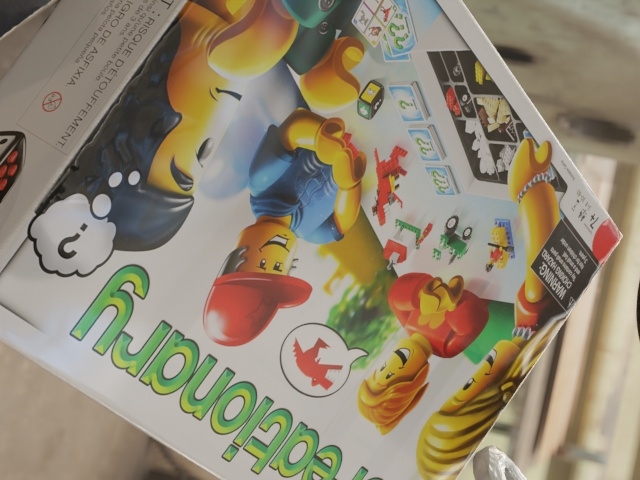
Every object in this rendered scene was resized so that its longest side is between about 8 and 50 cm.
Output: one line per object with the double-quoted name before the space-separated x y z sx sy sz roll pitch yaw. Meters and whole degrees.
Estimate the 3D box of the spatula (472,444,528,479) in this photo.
"spatula" 0.104 0.162 0.365 0.242 0.019 0.168 50 25 -41

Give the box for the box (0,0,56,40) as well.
"box" -0.210 -0.108 0.555 0.153 0.207 0.108 60 34 -16

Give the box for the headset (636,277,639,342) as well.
"headset" 0.386 0.070 1.343 0.243 0.185 0.394 -58 -150 23

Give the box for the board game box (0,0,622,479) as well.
"board game box" 0.000 0.000 0.584 0.193 0.053 0.305 -55 142 -6
